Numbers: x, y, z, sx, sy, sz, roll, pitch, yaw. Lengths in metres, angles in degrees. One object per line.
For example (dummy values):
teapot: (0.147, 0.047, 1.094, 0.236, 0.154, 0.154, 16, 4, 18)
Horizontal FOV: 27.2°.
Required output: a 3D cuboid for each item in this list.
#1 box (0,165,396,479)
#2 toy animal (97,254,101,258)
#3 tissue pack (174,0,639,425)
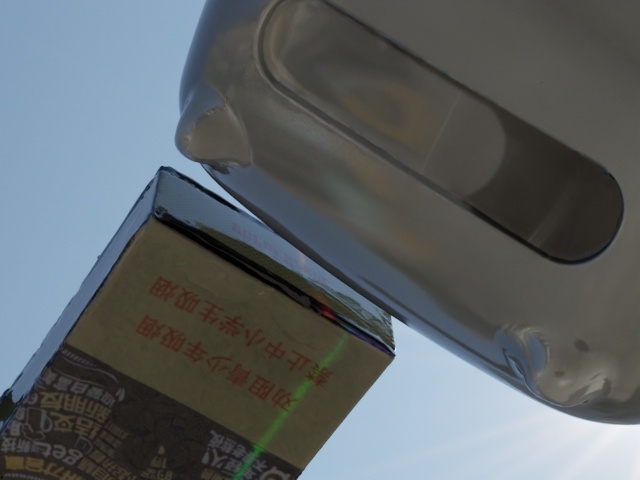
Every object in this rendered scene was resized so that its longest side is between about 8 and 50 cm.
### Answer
box: (-0.111, 0.125, 0.939, 0.198, 0.084, 0.310, 31, -68, -17)
toy animal: (-0.138, 0.075, 1.223, 0.188, 0.089, 0.179, -39, -34, -28)
tissue pack: (0.094, -0.065, 0.669, 0.236, 0.333, 0.229, -26, -35, -57)
